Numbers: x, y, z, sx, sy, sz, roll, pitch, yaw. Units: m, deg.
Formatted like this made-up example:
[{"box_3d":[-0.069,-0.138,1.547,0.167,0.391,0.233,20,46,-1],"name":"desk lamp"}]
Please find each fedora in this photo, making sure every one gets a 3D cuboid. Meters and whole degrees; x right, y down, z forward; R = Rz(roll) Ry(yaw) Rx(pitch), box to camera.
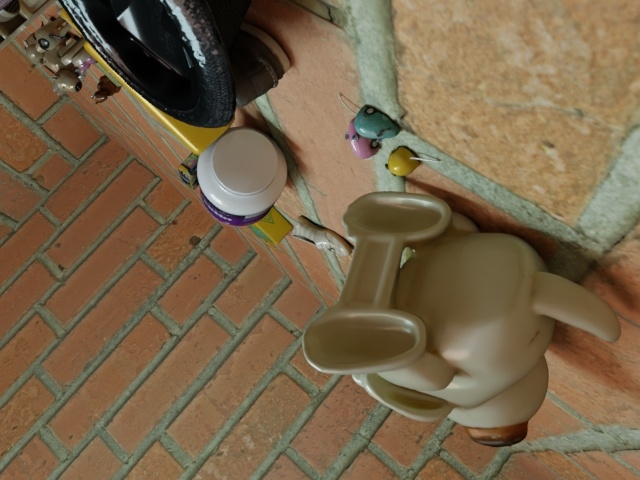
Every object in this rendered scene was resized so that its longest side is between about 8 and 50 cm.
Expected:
[{"box_3d":[-0.172,-0.286,0.609,0.334,0.152,0.334,36,162,14],"name":"fedora"}]

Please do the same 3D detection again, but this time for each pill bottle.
[{"box_3d":[-0.171,-0.134,1.158,0.181,0.181,0.323,41,169,-4],"name":"pill bottle"}]

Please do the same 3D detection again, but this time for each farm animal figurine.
[{"box_3d":[-0.777,-0.542,1.614,0.327,0.172,0.330,36,168,25],"name":"farm animal figurine"}]

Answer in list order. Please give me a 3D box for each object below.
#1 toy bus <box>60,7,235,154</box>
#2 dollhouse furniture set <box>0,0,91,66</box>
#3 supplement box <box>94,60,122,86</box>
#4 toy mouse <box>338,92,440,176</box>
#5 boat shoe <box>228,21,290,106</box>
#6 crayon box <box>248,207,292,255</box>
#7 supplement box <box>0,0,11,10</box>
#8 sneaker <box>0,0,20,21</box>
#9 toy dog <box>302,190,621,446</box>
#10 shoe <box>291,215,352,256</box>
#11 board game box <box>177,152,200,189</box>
[{"box_3d":[-0.310,-0.318,0.984,0.332,0.108,0.130,45,-169,-24],"name":"toy bus"},{"box_3d":[-0.672,-0.518,1.126,0.362,0.256,0.394,48,167,-35],"name":"dollhouse furniture set"},{"box_3d":[-0.559,-0.470,1.465,0.083,0.056,0.083,47,167,-31],"name":"supplement box"},{"box_3d":[0.066,-0.138,0.729,0.143,0.031,0.161,43,169,-15],"name":"toy mouse"},{"box_3d":[-0.185,-0.288,0.814,0.335,0.095,0.112,32,166,38],"name":"boat shoe"},{"box_3d":[-0.223,-0.100,1.734,0.323,0.083,0.203,47,168,-26],"name":"crayon box"},{"box_3d":[-0.490,-0.448,0.867,0.240,0.130,0.073,-11,136,36],"name":"supplement box"},{"box_3d":[-0.629,-0.468,0.947,0.071,0.066,0.188,-9,135,33],"name":"sneaker"},{"box_3d":[0.224,0.140,0.819,0.396,0.284,0.408,-8,142,24],"name":"toy dog"},{"box_3d":[0.000,0.000,1.434,0.219,0.058,0.076,30,165,45],"name":"shoe"},{"box_3d":[-0.309,-0.211,1.421,0.048,0.141,0.170,40,169,-6],"name":"board game box"}]
